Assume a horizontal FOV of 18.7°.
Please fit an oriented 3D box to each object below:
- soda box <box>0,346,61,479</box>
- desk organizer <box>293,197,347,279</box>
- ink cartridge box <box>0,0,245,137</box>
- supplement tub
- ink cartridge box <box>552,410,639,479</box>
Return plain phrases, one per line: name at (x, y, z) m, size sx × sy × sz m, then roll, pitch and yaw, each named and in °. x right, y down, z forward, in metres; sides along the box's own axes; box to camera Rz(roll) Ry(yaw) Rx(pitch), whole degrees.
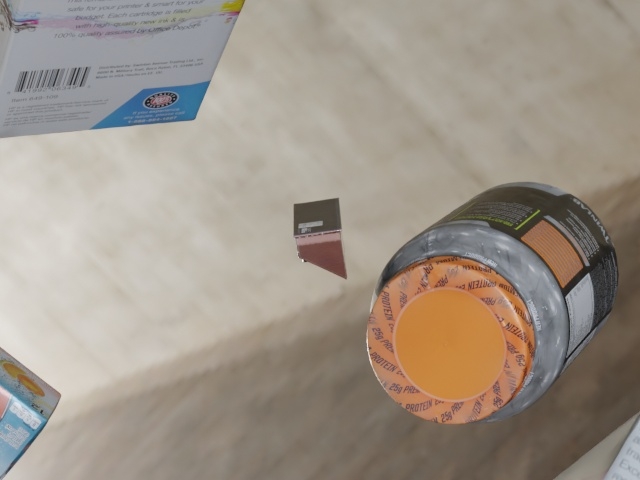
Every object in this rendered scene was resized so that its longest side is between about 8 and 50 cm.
soda box at (-0.240, 0.063, 1.125) m, size 0.058 × 0.183 × 0.063 m, roll -51°, pitch 5°, yaw 9°
desk organizer at (0.000, 0.000, 1.881) m, size 0.047 × 0.050 × 0.130 m, roll -8°, pitch 14°, yaw 1°
ink cartridge box at (-0.183, -0.243, 1.578) m, size 0.198 × 0.197 × 0.270 m, roll -7°, pitch -29°, yaw -25°
supplement tub at (0.166, 0.061, 1.884) m, size 0.193 × 0.193 × 0.316 m, roll -41°, pitch -5°, yaw 24°
ink cartridge box at (0.060, 0.182, 0.769) m, size 0.330 × 0.071 × 0.324 m, roll -55°, pitch -1°, yaw -26°
